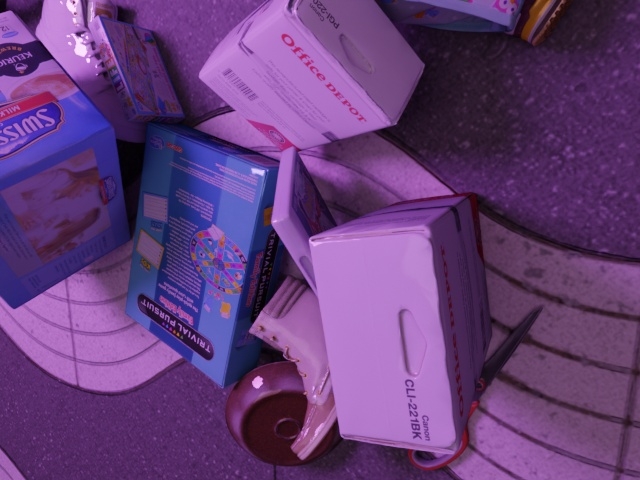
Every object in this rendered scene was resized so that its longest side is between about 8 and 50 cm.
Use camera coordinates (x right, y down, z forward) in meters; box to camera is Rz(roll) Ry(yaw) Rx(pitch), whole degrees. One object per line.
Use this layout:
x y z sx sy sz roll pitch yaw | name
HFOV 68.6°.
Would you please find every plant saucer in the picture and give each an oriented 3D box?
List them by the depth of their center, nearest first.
-0.049 0.278 0.718 0.198 0.036 0.199 -1 111 -2 | plant saucer

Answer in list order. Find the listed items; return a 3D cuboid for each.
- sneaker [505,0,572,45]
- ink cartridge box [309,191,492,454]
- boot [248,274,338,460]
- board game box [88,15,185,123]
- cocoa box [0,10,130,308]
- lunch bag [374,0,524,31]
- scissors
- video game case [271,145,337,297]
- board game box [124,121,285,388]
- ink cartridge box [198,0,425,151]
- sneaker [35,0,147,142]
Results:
0.246 -0.306 0.484 0.084 0.069 0.185 35 112 14 | sneaker
0.107 0.062 0.513 0.114 0.273 0.197 -5 98 26 | ink cartridge box
-0.030 0.171 0.655 0.165 0.077 0.213 28 75 4 | boot
-0.280 -0.258 0.726 0.026 0.103 0.154 -21 91 28 | board game box
-0.452 -0.093 0.694 0.228 0.231 0.347 48 150 8 | cocoa box
0.108 -0.344 0.480 0.262 0.160 0.223 24 110 29 | lunch bag
0.213 0.213 0.640 0.109 0.021 0.297 50 115 11 | scissors
0.000 0.000 0.563 0.023 0.201 0.183 -24 118 11 | video game case
-0.182 0.014 0.731 0.253 0.079 0.336 25 111 30 | board game box
-0.018 -0.193 0.534 0.218 0.158 0.092 3 60 56 | ink cartridge box
-0.362 -0.297 0.756 0.292 0.108 0.169 39 118 15 | sneaker
